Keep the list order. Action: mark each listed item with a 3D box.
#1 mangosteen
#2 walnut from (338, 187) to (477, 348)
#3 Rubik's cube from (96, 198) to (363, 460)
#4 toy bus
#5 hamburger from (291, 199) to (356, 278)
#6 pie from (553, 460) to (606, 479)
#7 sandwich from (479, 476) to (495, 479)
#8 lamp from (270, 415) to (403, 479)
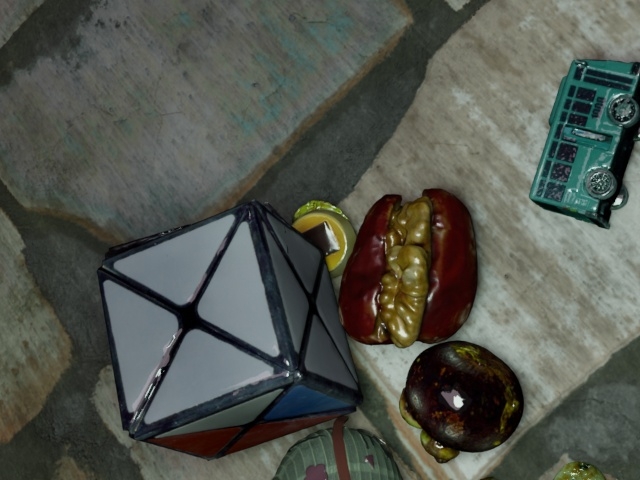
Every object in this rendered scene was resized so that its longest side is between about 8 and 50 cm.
[{"bbox_3d":[0.217,0.269,1.774,0.192,0.192,0.217,33,117,24],"label":"mangosteen"},{"bbox_3d":[0.141,0.042,1.799,0.221,0.244,0.269,4,79,11],"label":"walnut"},{"bbox_3d":[-0.143,0.150,1.771,0.306,0.305,0.310,-21,67,16],"label":"Rubik's cube"},{"bbox_3d":[0.435,-0.161,1.785,0.147,0.128,0.256,17,89,25],"label":"toy bus"},{"bbox_3d":[0.000,0.000,1.958,0.126,0.081,0.141,-44,80,13],"label":"hamburger"},{"bbox_3d":[0.407,0.383,1.739,0.085,0.017,0.085,-7,51,9],"label":"pie"},{"bbox_3d":[0.233,0.468,1.709,0.090,0.088,0.244,48,67,-17],"label":"sandwich"},{"bbox_3d":[0.034,0.426,1.791,0.233,0.233,0.265,-23,54,17],"label":"lamp"}]
